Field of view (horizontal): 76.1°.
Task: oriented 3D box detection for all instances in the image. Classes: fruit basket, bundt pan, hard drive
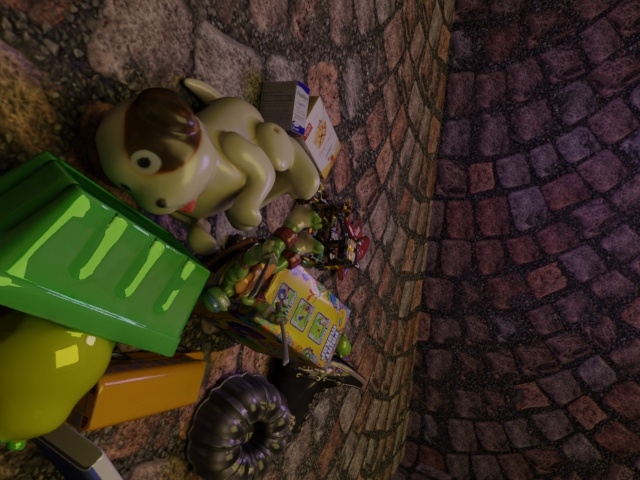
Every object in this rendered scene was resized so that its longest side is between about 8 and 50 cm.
[{"bbox_3d":[-0.409,0.105,0.655,0.392,0.283,0.391,-30,138,-32],"label":"fruit basket"},{"bbox_3d":[-0.212,0.561,1.193,0.331,0.124,0.330,-4,95,-47],"label":"bundt pan"},{"bbox_3d":[-0.424,0.469,0.779,0.040,0.210,0.318,-46,136,-45],"label":"hard drive"}]

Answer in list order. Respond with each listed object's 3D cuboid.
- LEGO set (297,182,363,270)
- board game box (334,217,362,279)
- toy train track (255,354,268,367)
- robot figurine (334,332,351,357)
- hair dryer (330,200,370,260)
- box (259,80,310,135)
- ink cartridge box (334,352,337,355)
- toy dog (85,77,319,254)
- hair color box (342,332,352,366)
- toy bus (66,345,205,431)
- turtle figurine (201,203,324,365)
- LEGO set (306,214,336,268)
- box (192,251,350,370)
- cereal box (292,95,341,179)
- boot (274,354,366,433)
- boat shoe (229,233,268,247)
[{"bbox_3d":[0.040,-0.043,1.395,0.255,0.192,0.331,43,51,-45],"label":"LEGO set"},{"bbox_3d":[0.130,0.031,1.792,0.281,0.027,0.145,-55,142,-49],"label":"board game box"},{"bbox_3d":[-0.190,0.401,1.381,0.083,0.014,0.048,-31,125,-55],"label":"toy train track"},{"bbox_3d":[0.084,0.422,1.635,0.115,0.067,0.101,64,34,-54],"label":"robot figurine"},{"bbox_3d":[0.135,-0.027,1.677,0.293,0.080,0.223,34,55,-53],"label":"hair dryer"},{"bbox_3d":[-0.105,-0.377,1.172,0.072,0.126,0.137,0,99,-60],"label":"box"},{"bbox_3d":[-0.009,0.446,1.643,0.193,0.088,0.234,-34,127,-51],"label":"ink cartridge box"},{"bbox_3d":[-0.233,-0.175,0.825,0.408,0.285,0.395,-24,98,-64],"label":"toy dog"},{"bbox_3d":[0.100,0.500,1.802,0.167,0.054,0.093,-108,-173,-59],"label":"hair color box"},{"bbox_3d":[-0.377,0.309,0.896,0.333,0.130,0.108,19,82,-61],"label":"toy bus"},{"bbox_3d":[-0.073,0.073,0.795,0.266,0.275,0.197,-46,119,-29],"label":"turtle figurine"},{"bbox_3d":[0.000,0.000,1.585,0.244,0.060,0.182,-29,118,-63],"label":"LEGO set"},{"bbox_3d":[-0.132,0.176,1.059,0.279,0.290,0.177,45,58,-35],"label":"box"},{"bbox_3d":[-0.010,-0.354,1.432,0.173,0.047,0.240,-66,148,-24],"label":"cereal box"},{"bbox_3d":[-0.025,0.541,1.474,0.377,0.138,0.284,35,82,-36],"label":"boot"},{"bbox_3d":[-0.177,0.027,1.216,0.228,0.081,0.068,13,91,-59],"label":"boat shoe"}]
